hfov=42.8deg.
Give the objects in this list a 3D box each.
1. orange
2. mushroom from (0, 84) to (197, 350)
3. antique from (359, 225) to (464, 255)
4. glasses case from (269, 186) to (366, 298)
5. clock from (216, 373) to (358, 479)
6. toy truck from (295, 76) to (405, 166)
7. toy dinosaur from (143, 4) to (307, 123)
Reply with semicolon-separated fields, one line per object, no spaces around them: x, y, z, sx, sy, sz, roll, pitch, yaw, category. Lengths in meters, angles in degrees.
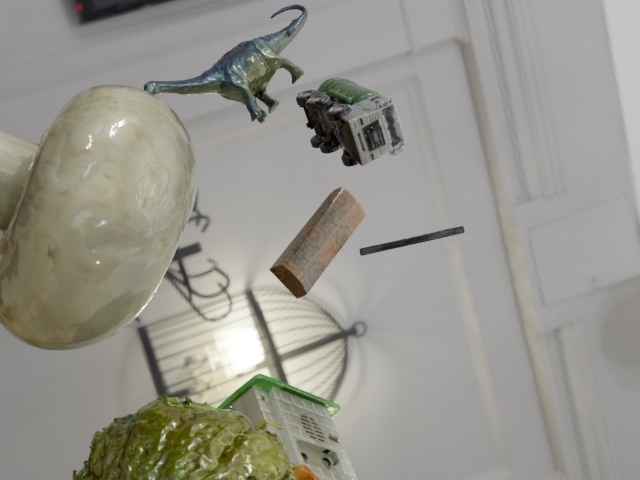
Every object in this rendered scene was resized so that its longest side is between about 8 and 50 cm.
-0.167;0.332;0.984;0.301;0.300;0.223;47;11;14;orange
-0.275;-0.025;0.903;0.356;0.315;0.315;-13;82;-66;mushroom
0.164;0.000;1.475;0.031;0.192;0.015;-34;111;-89;antique
0.000;0.000;1.466;0.075;0.218;0.049;47;-36;-13;glasses case
-0.030;0.366;1.304;0.220;0.106;0.255;32;23;-43;clock
0.050;-0.208;1.371;0.242;0.125;0.101;43;-25;59;toy truck
-0.111;-0.273;1.315;0.147;0.363;0.076;48;-33;1;toy dinosaur
